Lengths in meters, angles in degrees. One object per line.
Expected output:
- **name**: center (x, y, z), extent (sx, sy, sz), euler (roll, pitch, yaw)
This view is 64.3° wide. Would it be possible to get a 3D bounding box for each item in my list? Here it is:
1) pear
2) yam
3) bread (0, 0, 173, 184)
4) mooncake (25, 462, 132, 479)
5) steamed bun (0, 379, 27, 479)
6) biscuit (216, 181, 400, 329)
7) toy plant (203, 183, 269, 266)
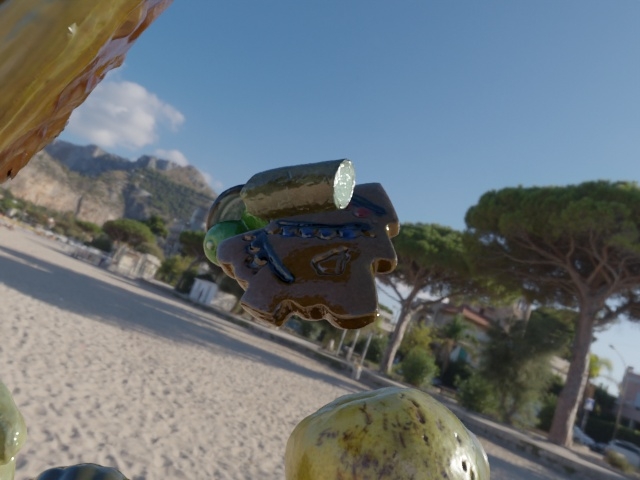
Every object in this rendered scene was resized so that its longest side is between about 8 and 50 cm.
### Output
- **pear**: center (0.077, 0.315, 0.631), extent (0.271, 0.271, 0.271), euler (20, -10, 4)
- **yam**: center (-0.027, -0.066, 0.666), extent (0.146, 0.070, 0.070), euler (-8, -17, 11)
- **bread**: center (-0.215, -0.191, 0.369), extent (0.167, 0.324, 0.277), euler (41, 6, -25)
- **mooncake**: center (-0.404, 0.517, 0.812), extent (0.290, 0.291, 0.161), euler (22, 4, -6)
- **steamed bun**: center (-0.569, 0.237, 0.651), extent (0.372, 0.231, 0.325), euler (28, -8, 31)
- **biscuit**: center (0.000, -0.001, 0.728), extent (0.278, 0.301, 0.043), euler (15, -42, 31)
- **toy plant**: center (-0.137, -0.034, 1.037), extent (0.175, 0.218, 0.235), euler (53, -5, -12)
